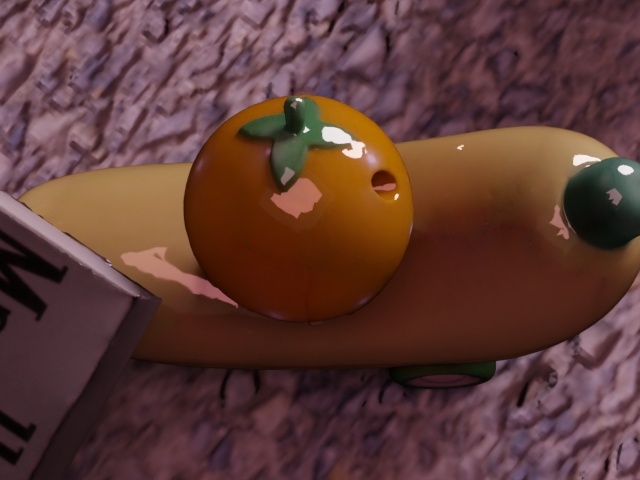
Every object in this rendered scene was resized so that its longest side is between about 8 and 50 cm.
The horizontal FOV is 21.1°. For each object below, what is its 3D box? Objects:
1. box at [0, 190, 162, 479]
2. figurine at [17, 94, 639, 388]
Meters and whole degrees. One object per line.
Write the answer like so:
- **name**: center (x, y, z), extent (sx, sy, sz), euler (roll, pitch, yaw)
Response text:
- **box**: center (-0.164, 0.072, 0.805), extent (0.115, 0.036, 0.177), euler (31, 95, 19)
- **figurine**: center (0.000, 0.000, 0.856), extent (0.324, 0.222, 0.124), euler (-1, 77, -2)
